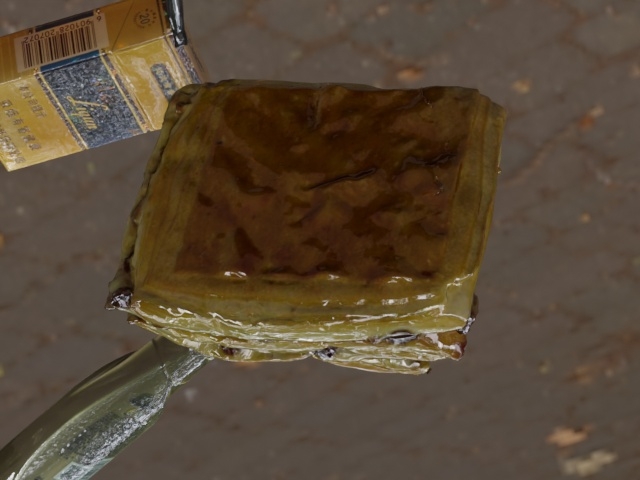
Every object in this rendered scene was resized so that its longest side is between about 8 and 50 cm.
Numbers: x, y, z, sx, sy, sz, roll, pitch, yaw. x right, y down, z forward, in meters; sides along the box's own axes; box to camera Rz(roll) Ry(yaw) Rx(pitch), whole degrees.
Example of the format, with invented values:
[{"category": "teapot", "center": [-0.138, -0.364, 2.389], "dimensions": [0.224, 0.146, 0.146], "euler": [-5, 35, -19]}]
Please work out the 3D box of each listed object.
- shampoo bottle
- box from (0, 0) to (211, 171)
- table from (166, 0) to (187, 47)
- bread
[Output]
[{"category": "shampoo bottle", "center": [-0.260, 0.211, 2.271], "dimensions": [0.350, 0.084, 0.125], "euler": [-40, 144, 24]}, {"category": "box", "center": [-0.242, -0.164, 1.889], "dimensions": [0.237, 0.070, 0.152], "euler": [-14, 149, 6]}, {"category": "table", "center": [-0.051, -0.319, 1.575], "dimensions": [0.317, 0.249, 0.317], "euler": [-16, -179, 0]}, {"category": "bread", "center": [0.000, 0.000, 1.568], "dimensions": [0.325, 0.277, 0.167], "euler": [0, 140, 19]}]
